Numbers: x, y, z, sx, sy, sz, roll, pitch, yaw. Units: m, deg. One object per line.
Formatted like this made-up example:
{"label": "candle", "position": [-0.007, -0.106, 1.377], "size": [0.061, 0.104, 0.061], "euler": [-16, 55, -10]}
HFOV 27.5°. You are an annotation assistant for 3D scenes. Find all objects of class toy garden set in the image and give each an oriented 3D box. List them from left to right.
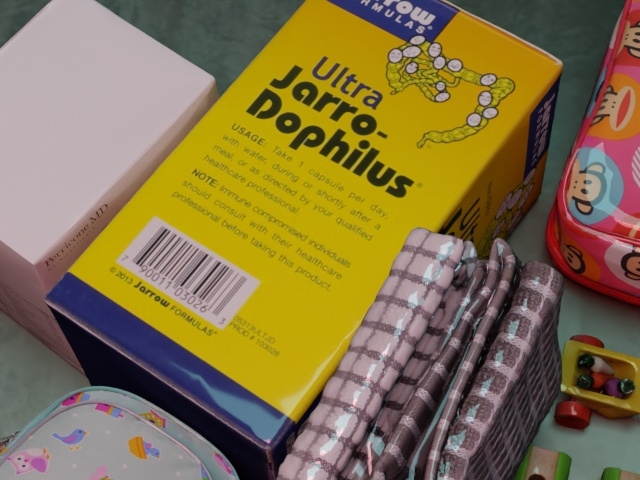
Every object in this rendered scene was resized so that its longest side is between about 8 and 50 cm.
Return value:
{"label": "toy garden set", "position": [0.260, 0.179, 0.939], "size": [0.244, 0.049, 0.203], "euler": [13, 63, 10]}

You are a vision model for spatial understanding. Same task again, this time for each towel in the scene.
{"label": "towel", "position": [0.070, 0.143, 0.833], "size": [0.121, 0.283, 0.235], "euler": [25, 72, 15]}

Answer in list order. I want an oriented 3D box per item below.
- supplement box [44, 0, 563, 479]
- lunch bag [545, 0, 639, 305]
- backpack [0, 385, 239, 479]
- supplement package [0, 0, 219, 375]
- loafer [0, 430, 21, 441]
{"label": "supplement box", "position": [0.000, 0.000, 0.971], "size": [0.195, 0.194, 0.356], "euler": [31, 68, 18]}
{"label": "lunch bag", "position": [0.335, -0.072, 1.030], "size": [0.258, 0.120, 0.293], "euler": [20, 64, 13]}
{"label": "backpack", "position": [-0.141, 0.181, 0.818], "size": [0.166, 0.144, 0.188], "euler": [31, 37, 4]}
{"label": "supplement package", "position": [-0.181, -0.039, 1.000], "size": [0.149, 0.203, 0.194], "euler": [34, 69, 20]}
{"label": "loafer", "position": [-0.171, 0.266, 0.886], "size": [0.111, 0.112, 0.319], "euler": [-32, 63, -4]}
